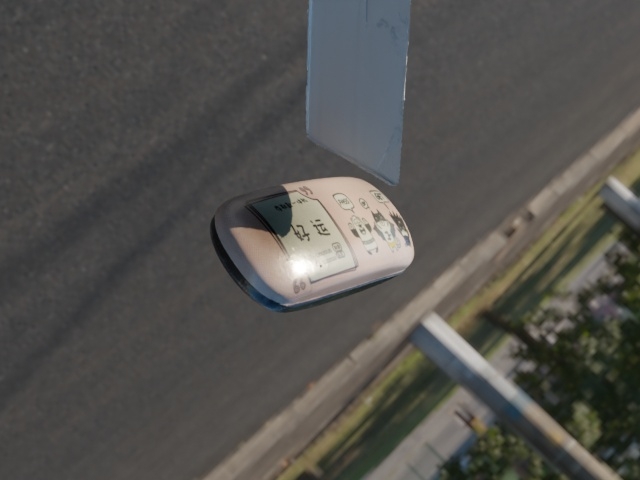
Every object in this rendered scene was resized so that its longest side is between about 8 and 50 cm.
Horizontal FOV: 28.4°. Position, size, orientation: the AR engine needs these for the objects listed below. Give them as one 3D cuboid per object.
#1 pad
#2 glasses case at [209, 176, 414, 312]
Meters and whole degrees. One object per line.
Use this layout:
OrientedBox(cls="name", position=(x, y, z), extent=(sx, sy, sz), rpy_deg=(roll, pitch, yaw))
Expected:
OrientedBox(cls="pad", position=(0.032, -0.179, 1.181), extent=(0.004, 0.156, 0.232), rpy_deg=(-15, 121, -31))
OrientedBox(cls="glasses case", position=(0.000, 0.000, 1.276), extent=(0.075, 0.122, 0.314), rpy_deg=(-43, 165, 28))
